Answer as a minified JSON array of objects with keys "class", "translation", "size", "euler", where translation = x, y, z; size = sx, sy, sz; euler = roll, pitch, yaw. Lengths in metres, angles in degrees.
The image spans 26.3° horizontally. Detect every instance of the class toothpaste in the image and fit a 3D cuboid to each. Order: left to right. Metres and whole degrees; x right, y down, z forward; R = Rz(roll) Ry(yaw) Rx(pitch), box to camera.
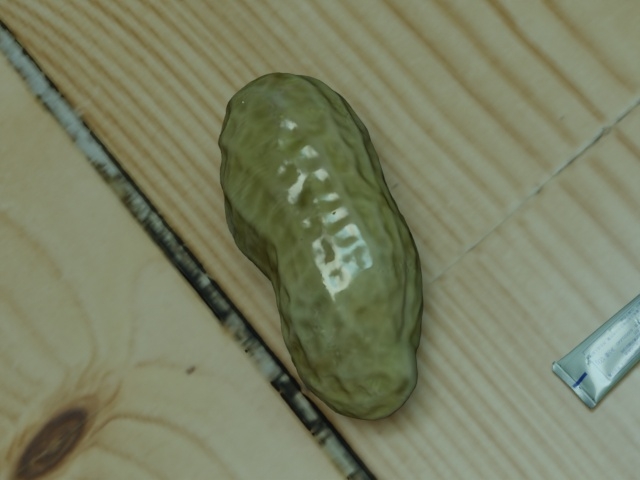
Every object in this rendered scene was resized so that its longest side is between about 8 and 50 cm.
[{"class":"toothpaste","translation":[0.290,0.051,1.155],"size":[0.218,0.033,0.052],"euler":[-42,64,0]}]

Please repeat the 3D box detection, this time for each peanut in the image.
[{"class":"peanut","translation":[0.000,0.000,1.185],"size":[0.153,0.140,0.325],"euler":[-24,72,24]}]
